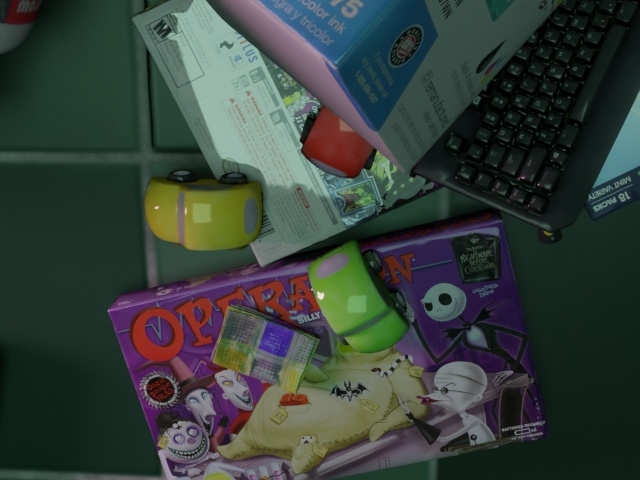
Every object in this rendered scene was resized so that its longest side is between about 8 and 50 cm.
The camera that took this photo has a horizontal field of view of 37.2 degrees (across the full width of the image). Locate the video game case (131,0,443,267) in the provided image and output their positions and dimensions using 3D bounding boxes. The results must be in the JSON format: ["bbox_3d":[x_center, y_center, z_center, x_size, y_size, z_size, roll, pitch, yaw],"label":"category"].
[{"bbox_3d":[-0.005,-0.121,0.766,0.210,0.042,0.232,-24,104,12],"label":"video game case"}]

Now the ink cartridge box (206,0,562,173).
[{"bbox_3d":[0.056,-0.224,0.585,0.197,0.198,0.270,43,92,20],"label":"ink cartridge box"}]

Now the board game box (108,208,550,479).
[{"bbox_3d":[0.009,0.110,0.840,0.347,0.056,0.208,-14,102,9],"label":"board game box"}]

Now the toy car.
[{"bbox_3d":[0.000,0.000,0.753,0.239,0.053,0.225,-29,103,13],"label":"toy car"}]

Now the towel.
[{"bbox_3d":[-0.049,0.093,0.811,0.083,0.009,0.060,22,108,-2],"label":"towel"}]

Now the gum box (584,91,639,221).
[{"bbox_3d":[0.244,-0.131,0.744,0.157,0.041,0.184,-27,103,14],"label":"gum box"}]

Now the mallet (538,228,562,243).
[{"bbox_3d":[0.171,-0.088,0.729,0.062,0.039,0.189,-16,111,17],"label":"mallet"}]

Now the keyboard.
[{"bbox_3d":[0.147,-0.181,0.673,0.201,0.033,0.317,24,83,18],"label":"keyboard"}]

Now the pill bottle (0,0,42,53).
[{"bbox_3d":[-0.272,-0.242,0.678,0.176,0.176,0.318,25,108,-4],"label":"pill bottle"}]
